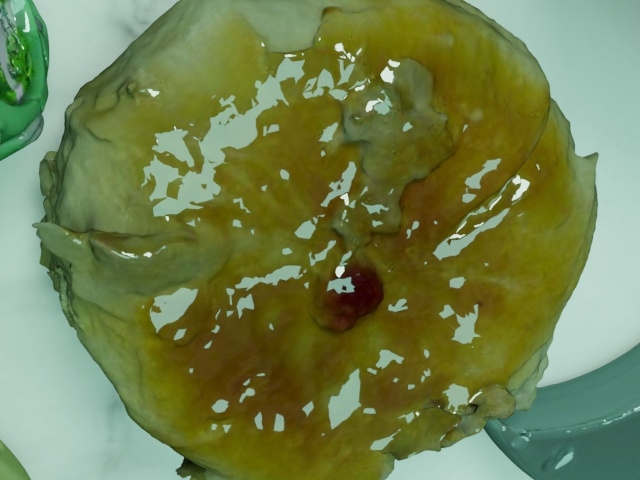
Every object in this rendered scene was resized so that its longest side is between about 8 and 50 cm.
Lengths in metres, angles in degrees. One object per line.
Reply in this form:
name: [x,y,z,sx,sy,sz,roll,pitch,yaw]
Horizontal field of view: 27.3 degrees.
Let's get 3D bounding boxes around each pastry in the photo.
pastry: [0.005,-0.004,0.592,0.257,0.121,0.235,-14,114,-10]

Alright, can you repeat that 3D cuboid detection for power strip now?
power strip: [0.210,0.046,0.707,0.253,0.054,0.167,-45,118,6]

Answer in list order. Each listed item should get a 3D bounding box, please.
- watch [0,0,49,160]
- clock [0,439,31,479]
watch: [-0.197,-0.085,0.519,0.152,0.131,0.165,-15,121,11]
clock: [-0.200,0.122,0.484,0.096,0.308,0.235,-38,117,3]
